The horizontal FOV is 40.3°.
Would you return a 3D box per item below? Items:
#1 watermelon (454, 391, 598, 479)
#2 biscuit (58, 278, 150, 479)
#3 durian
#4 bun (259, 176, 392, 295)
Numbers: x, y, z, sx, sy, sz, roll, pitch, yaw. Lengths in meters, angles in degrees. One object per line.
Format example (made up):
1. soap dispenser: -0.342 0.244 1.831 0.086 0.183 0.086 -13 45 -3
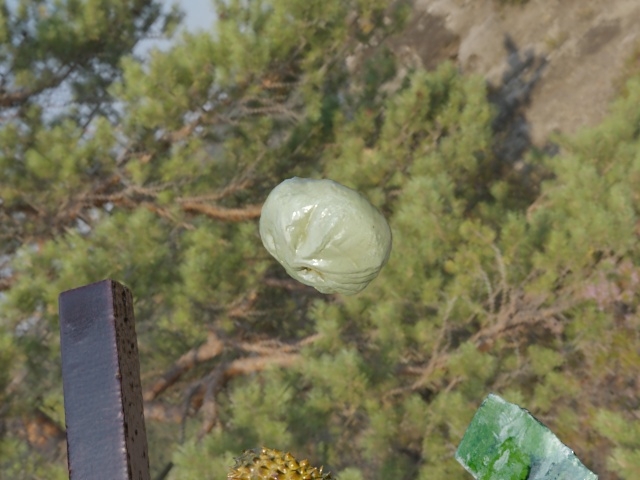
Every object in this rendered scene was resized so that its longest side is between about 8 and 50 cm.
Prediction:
1. watermelon: 0.380 0.450 1.587 0.151 0.302 0.264 -41 49 -10
2. biscuit: -0.342 0.253 1.378 0.107 0.389 0.073 -16 -23 13
3. durian: -0.067 0.492 1.608 0.187 0.260 0.154 -79 -9 -53
4. bun: 0.000 0.000 1.236 0.118 0.195 0.195 -58 10 -28
